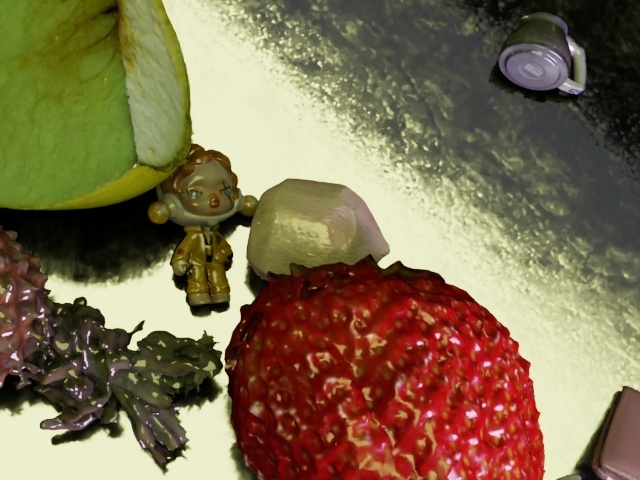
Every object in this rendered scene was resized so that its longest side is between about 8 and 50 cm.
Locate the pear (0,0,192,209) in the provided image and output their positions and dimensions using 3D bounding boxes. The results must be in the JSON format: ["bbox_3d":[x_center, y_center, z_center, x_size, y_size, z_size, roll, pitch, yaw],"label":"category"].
[{"bbox_3d":[-0.242,-0.119,1.700,0.239,0.139,0.288,-18,60,14],"label":"pear"}]

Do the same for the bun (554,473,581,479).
[{"bbox_3d":[0.238,0.297,1.629,0.212,0.126,0.204,-3,79,-4],"label":"bun"}]

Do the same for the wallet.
[{"bbox_3d":[0.315,0.200,1.682,0.153,0.039,0.118,29,42,3],"label":"wallet"}]

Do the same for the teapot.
[{"bbox_3d":[0.210,-0.172,1.776,0.088,0.066,0.057,30,58,-18],"label":"teapot"}]

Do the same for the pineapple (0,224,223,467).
[{"bbox_3d":[-0.260,0.068,1.645,0.361,0.175,0.175,18,76,-4],"label":"pineapple"}]

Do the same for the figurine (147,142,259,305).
[{"bbox_3d":[-0.102,-0.016,1.721,0.101,0.068,0.143,-33,100,-28],"label":"figurine"}]

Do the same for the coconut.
[{"bbox_3d":[0.000,0.000,1.703,0.124,0.110,0.110,14,76,3],"label":"coconut"}]

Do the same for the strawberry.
[{"bbox_3d":[0.062,0.155,1.590,0.250,0.238,0.288,-29,58,1],"label":"strawberry"}]
